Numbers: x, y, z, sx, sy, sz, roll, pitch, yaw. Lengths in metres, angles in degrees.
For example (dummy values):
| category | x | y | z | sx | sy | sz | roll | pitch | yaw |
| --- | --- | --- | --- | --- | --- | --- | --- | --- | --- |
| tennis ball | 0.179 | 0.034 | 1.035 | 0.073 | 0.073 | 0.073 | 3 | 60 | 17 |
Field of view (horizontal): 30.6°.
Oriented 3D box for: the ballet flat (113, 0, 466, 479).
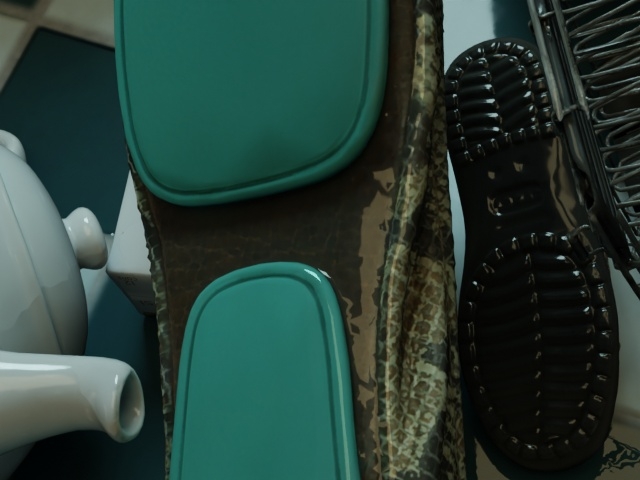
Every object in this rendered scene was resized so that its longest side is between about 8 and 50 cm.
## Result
| category | x | y | z | sx | sy | sz | roll | pitch | yaw |
| --- | --- | --- | --- | --- | --- | --- | --- | --- | --- |
| ballet flat | 0.000 | 0.000 | 0.554 | 0.164 | 0.182 | 0.483 | -8 | 81 | 27 |

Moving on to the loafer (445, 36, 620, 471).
| category | x | y | z | sx | sy | sz | roll | pitch | yaw |
| --- | --- | --- | --- | --- | --- | --- | --- | --- | --- |
| loafer | 0.116 | 0.007 | 0.604 | 0.080 | 0.078 | 0.220 | -8 | 81 | 25 |

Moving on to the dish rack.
| category | x | y | z | sx | sy | sz | roll | pitch | yaw |
| --- | --- | --- | --- | --- | --- | --- | --- | --- | --- |
| dish rack | 0.148 | -0.056 | 0.530 | 0.074 | 0.271 | 0.208 | -20 | 62 | 19 |

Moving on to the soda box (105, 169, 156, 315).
| category | x | y | z | sx | sy | sz | roll | pitch | yaw |
| --- | --- | --- | --- | --- | --- | --- | --- | --- | --- |
| soda box | -0.057 | -0.063 | 0.671 | 0.073 | 0.069 | 0.216 | 4 | 66 | 12 |

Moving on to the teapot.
| category | x | y | z | sx | sy | sz | roll | pitch | yaw |
| --- | --- | --- | --- | --- | --- | --- | --- | --- | --- |
| teapot | -0.200 | 0.022 | 0.581 | 0.187 | 0.252 | 0.256 | -20 | 76 | -18 |
